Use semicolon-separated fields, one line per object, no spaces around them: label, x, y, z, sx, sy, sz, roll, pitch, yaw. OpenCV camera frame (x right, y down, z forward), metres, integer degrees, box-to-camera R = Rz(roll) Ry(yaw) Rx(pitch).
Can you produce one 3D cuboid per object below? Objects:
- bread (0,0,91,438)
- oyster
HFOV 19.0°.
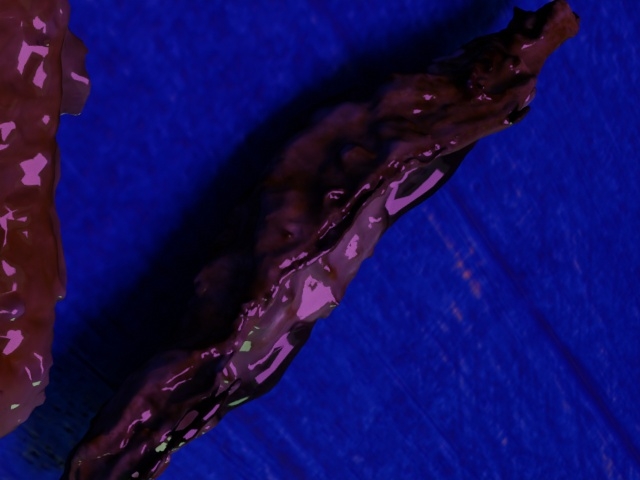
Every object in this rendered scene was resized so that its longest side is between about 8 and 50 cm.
bread;-0.190;-0.026;0.521;0.246;0.176;0.195;-13;115;-42
oyster;0.000;-0.001;0.874;0.345;0.079;0.128;-47;166;-16
